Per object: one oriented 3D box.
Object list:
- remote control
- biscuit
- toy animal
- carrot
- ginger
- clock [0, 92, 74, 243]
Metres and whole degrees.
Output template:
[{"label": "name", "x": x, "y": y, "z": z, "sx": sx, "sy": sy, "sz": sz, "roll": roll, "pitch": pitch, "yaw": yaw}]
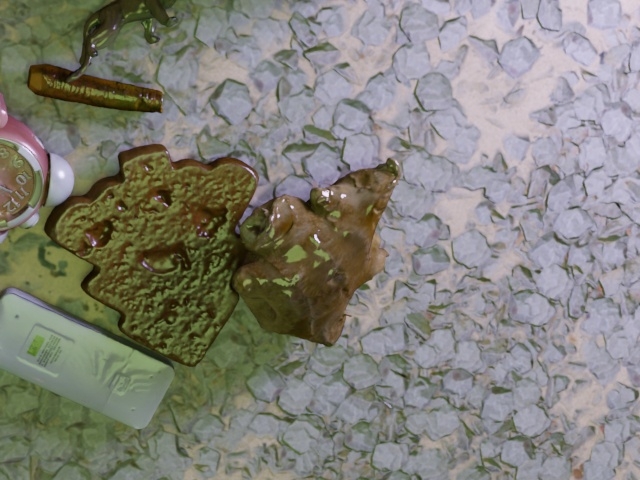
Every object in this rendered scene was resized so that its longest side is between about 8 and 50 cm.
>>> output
[{"label": "remote control", "x": -0.317, "y": 0.155, "z": 1.779, "sx": 0.250, "sy": 0.034, "sz": 0.103, "roll": 26, "pitch": 97, "yaw": -18}, {"label": "biscuit", "x": -0.204, "y": 0.024, "z": 1.765, "sx": 0.278, "sy": 0.043, "sz": 0.301, "roll": -11, "pitch": 108, "yaw": -12}, {"label": "toy animal", "x": -0.228, "y": -0.266, "z": 1.673, "sx": 0.086, "sy": 0.069, "sz": 0.220, "roll": 44, "pitch": 84, "yaw": 1}, {"label": "carrot", "x": -0.276, "y": -0.186, "z": 1.698, "sx": 0.171, "sy": 0.042, "sz": 0.042, "roll": 9, "pitch": 102, "yaw": -16}, {"label": "ginger", "x": 0.000, "y": 0.000, "z": 1.763, "sx": 0.219, "sy": 0.123, "sz": 0.270, "roll": 26, "pitch": 91, "yaw": -36}, {"label": "clock", "x": -0.402, "y": -0.081, "z": 1.676, "sx": 0.166, "sy": 0.092, "sz": 0.162, "roll": -34, "pitch": 118, "yaw": 2}]
